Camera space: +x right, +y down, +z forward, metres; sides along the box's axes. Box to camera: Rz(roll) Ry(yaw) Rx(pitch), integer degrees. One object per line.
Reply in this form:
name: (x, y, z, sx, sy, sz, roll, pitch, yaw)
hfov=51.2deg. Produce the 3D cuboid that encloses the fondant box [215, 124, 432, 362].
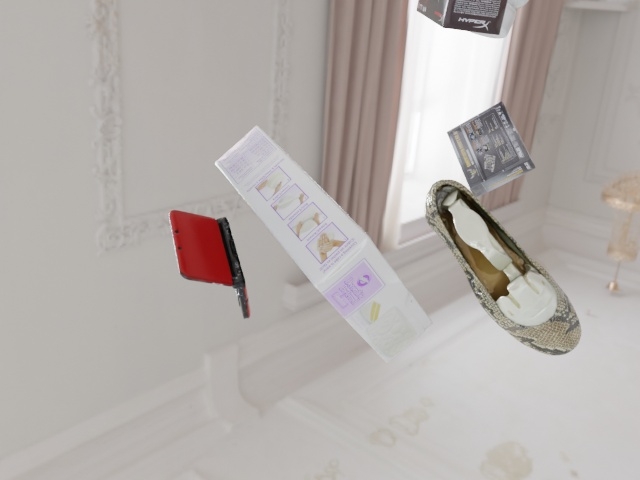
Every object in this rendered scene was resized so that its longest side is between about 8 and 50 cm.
fondant box: (0.000, 0.000, 0.990, 0.096, 0.238, 0.330, -42, -134, -2)

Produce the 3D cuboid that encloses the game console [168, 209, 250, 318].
game console: (-0.161, 0.036, 0.972, 0.085, 0.124, 0.144, -12, -134, -10)

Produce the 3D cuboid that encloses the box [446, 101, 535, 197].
box: (0.480, -0.260, 1.898, 0.056, 0.183, 0.231, 37, -148, -47)

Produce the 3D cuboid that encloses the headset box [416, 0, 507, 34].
headset box: (0.272, -0.539, 1.193, 0.110, 0.293, 0.218, 4, -153, -9)

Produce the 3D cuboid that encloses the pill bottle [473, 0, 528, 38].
pill bottle: (0.503, -0.779, 1.832, 0.224, 0.392, 0.224, 22, -174, -2)

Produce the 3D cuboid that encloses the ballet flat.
ballet flat: (0.393, 0.055, 1.485, 0.483, 0.164, 0.182, 53, -175, 16)
